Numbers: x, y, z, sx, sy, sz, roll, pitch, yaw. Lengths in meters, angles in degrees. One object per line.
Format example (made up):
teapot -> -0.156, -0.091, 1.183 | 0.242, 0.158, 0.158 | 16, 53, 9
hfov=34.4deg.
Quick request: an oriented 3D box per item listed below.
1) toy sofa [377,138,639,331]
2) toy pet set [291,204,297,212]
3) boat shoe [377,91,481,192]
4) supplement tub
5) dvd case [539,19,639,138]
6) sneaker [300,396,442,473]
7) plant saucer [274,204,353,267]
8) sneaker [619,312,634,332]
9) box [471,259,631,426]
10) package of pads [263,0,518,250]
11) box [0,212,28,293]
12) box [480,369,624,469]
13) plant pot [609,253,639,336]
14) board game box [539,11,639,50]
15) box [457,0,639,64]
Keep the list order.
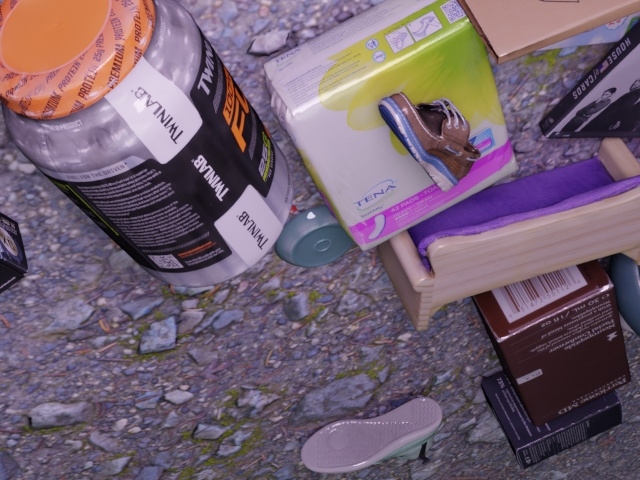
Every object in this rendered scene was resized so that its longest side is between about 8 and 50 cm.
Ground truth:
toy sofa -> 0.261, -0.031, 1.350 | 0.363, 0.150, 0.177 | -16, 142, -11
toy pet set -> -0.101, -0.037, 1.230 | 0.122, 0.065, 0.114 | -26, 180, 8
boat shoe -> 0.116, -0.114, 1.066 | 0.066, 0.066, 0.183 | -38, 153, 8
supplement tub -> -0.163, -0.103, 0.972 | 0.194, 0.193, 0.316 | -28, 146, 5
dvd case -> 0.406, -0.203, 1.270 | 0.179, 0.029, 0.238 | -3, 151, -31
sneaker -> 0.094, 0.371, 1.829 | 0.256, 0.094, 0.151 | -17, 148, -8
plant saucer -> 0.000, 0.000, 1.350 | 0.119, 0.021, 0.119 | -15, 145, -11
sneaker -> 0.566, 0.131, 1.759 | 0.290, 0.106, 0.123 | -4, 146, -42
box -> 0.370, 0.146, 1.658 | 0.191, 0.143, 0.381 | -27, 147, 5
package of pads -> 0.083, -0.132, 1.158 | 0.229, 0.101, 0.296 | -27, 144, 2
box -> -0.427, 0.026, 1.086 | 0.180, 0.077, 0.147 | -33, 144, 13
box -> 0.416, 0.290, 1.857 | 0.207, 0.153, 0.108 | -25, 145, 2
plant pot -> 0.555, 0.056, 1.563 | 0.290, 0.290, 0.195 | -12, 171, -16
board game box -> 0.343, -0.292, 1.152 | 0.212, 0.039, 0.160 | -9, 143, -19
box -> 0.231, -0.266, 1.010 | 0.201, 0.164, 0.021 | -21, 147, -4
